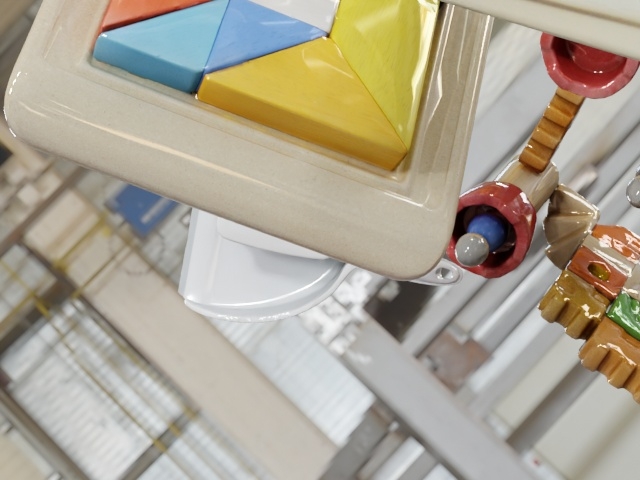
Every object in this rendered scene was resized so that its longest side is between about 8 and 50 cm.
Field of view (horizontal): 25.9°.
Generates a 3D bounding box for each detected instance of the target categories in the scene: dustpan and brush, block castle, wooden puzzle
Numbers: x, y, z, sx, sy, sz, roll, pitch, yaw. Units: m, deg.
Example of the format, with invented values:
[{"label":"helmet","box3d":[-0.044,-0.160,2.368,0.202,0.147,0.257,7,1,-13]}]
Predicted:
[{"label":"dustpan and brush","box3d":[0.000,0.000,0.981,0.060,0.211,0.147,-25,-54,-76]},{"label":"block castle","box3d":[0.353,0.003,1.220,0.213,0.453,0.303,-45,-15,-53]},{"label":"wooden puzzle","box3d":[-0.017,-0.120,0.700,0.044,0.221,0.238,126,161,-60]}]

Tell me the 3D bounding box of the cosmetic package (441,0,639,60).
[{"label":"cosmetic package","box3d":[0.120,-0.146,0.517,0.160,0.309,0.113,-41,-34,-54]}]
